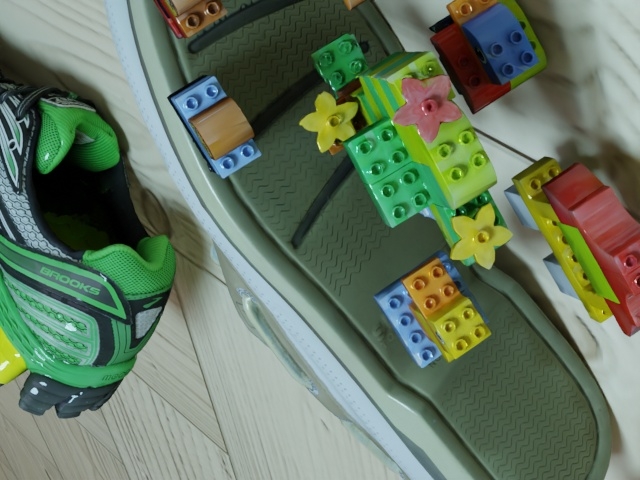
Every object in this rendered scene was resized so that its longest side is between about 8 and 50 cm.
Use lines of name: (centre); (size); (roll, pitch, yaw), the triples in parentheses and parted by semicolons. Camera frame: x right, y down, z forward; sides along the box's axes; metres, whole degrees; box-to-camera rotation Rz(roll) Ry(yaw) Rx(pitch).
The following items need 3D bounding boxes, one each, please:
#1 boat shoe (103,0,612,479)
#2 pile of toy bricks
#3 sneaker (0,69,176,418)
boat shoe: (0.000, 0.000, 0.540); (0.103, 0.113, 0.302); (-11, 115, 57)
pile of toy bricks: (0.028, -0.038, 0.416); (0.212, 0.118, 0.105); (58, 174, -13)
sneaker: (-0.198, -0.065, 0.834); (0.146, 0.134, 0.343); (-47, 71, 29)
